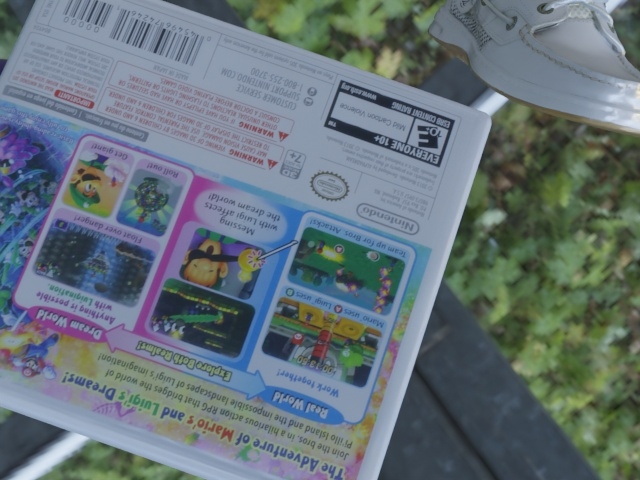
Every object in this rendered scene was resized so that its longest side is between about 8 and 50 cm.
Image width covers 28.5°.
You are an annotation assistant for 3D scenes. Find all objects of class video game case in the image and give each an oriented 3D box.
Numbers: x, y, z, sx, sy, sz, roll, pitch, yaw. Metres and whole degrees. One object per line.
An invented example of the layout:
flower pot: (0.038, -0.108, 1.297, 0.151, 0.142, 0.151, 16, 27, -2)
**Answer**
video game case: (-0.040, -0.002, 0.403, 0.019, 0.157, 0.143, 105, 4, -72)

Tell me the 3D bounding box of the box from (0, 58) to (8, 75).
box: (-0.359, -0.061, 1.093, 0.108, 0.153, 0.207, 76, 30, -41)

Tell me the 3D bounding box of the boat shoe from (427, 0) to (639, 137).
boat shoe: (0.158, -0.151, 0.891, 0.098, 0.277, 0.096, 13, 109, -26)
